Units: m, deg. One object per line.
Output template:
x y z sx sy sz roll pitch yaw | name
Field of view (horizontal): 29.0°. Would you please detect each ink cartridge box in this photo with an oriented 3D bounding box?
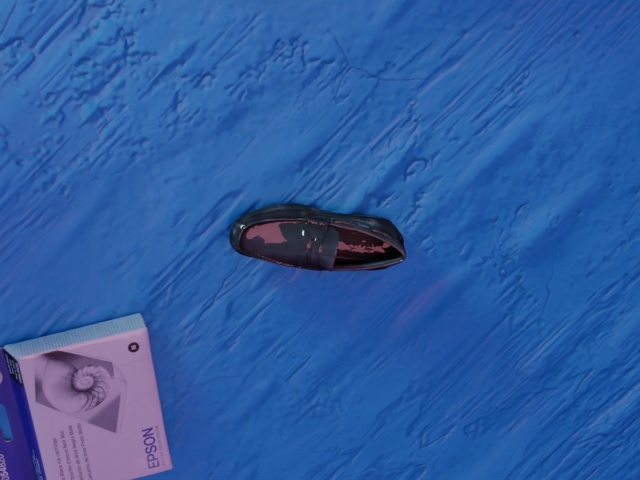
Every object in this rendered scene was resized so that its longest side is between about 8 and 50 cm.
-0.310 0.216 1.540 0.224 0.045 0.223 -13 118 -12 | ink cartridge box

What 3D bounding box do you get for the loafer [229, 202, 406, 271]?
0.000 0.000 1.525 0.223 0.078 0.076 3 113 -20 | loafer
